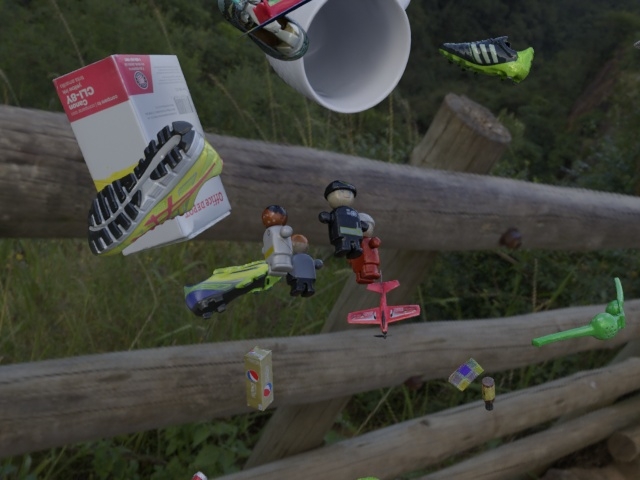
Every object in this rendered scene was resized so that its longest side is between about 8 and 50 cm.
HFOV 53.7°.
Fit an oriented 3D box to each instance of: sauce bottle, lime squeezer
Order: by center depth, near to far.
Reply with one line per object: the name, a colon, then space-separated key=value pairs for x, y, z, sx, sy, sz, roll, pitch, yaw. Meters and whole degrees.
lime squeezer: x=0.578 y=0.159 z=1.302 sx=0.310 sy=0.110 sz=0.058 roll=-27 pitch=97 yaw=-30
sauce bottle: x=0.533 y=0.489 z=2.004 sx=0.042 sy=0.128 sz=0.042 roll=-9 pitch=32 yaw=5

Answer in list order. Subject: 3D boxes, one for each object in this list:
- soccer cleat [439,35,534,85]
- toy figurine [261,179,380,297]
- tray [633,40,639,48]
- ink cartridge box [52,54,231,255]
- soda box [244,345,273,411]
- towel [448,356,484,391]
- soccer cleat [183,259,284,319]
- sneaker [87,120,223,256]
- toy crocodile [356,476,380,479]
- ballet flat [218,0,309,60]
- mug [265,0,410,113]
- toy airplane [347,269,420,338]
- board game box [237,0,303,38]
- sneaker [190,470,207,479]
soccer cleat: x=0.303 y=-0.339 z=1.155 sx=0.179 sy=0.072 sz=0.060 roll=28 pitch=5 yaw=32
toy figurine: x=0.000 y=0.000 z=1.189 sx=0.213 sy=0.210 sz=0.148 roll=47 pitch=32 yaw=-60
tray: x=0.709 y=-0.384 z=1.133 sx=0.145 sy=0.030 sz=0.270 roll=15 pitch=-3 yaw=-7
ink cartridge box: x=-0.368 y=-0.191 z=1.374 sx=0.161 sy=0.384 sz=0.279 roll=-16 pitch=11 yaw=16
soda box: x=-0.179 y=0.403 z=1.847 sx=0.058 sy=0.181 sz=0.061 roll=13 pitch=27 yaw=26
towel: x=0.368 y=0.341 z=1.602 sx=0.060 sy=0.083 sz=0.009 roll=44 pitch=4 yaw=-23
soccer cleat: x=-0.218 y=0.097 z=1.642 sx=0.289 sy=0.093 sz=0.121 roll=-25 pitch=54 yaw=-20
sneaker: x=-0.200 y=-0.047 z=0.779 sx=0.094 sy=0.208 sz=0.081 roll=29 pitch=25 yaw=-55
toy crocodile: x=0.060 y=0.766 z=1.626 sx=0.105 sy=0.340 sz=0.115 roll=18 pitch=-16 yaw=35
ballet flat: x=-0.070 y=-0.312 z=0.940 sx=0.188 sy=0.070 sz=0.070 roll=14 pitch=28 yaw=-49
mug: x=0.043 y=-0.503 z=1.477 sx=0.328 sy=0.374 sz=0.276 roll=44 pitch=-10 yaw=51
toy airplane: x=0.127 y=0.132 z=1.292 sx=0.151 sy=0.028 sz=0.151 roll=-9 pitch=57 yaw=13
board game box: x=-0.041 y=-0.306 z=0.795 sx=0.033 sy=0.133 sz=0.168 roll=62 pitch=27 yaw=-17
sneaker: x=-0.328 y=0.639 z=1.635 sx=0.042 sy=0.118 sz=0.067 roll=37 pitch=58 yaw=8
